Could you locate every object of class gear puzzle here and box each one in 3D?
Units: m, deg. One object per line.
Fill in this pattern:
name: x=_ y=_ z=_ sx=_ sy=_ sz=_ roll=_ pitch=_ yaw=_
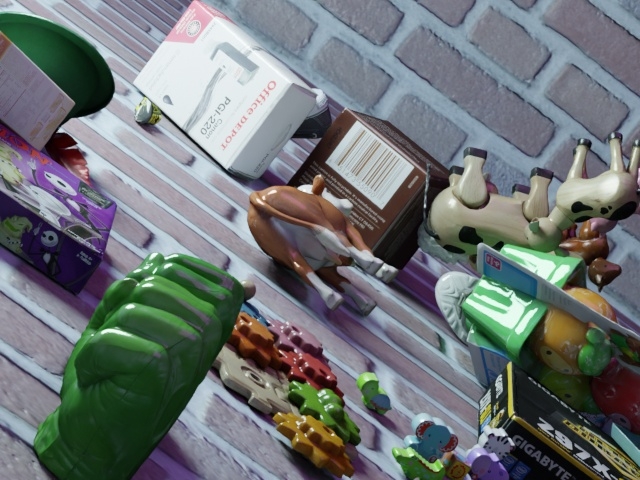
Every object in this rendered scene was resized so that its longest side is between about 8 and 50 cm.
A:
gear puzzle: x=-0.033 y=0.127 z=1.696 sx=0.175 sy=0.044 sz=0.339 roll=33 pitch=11 yaw=-21

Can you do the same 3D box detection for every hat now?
hat: x=-0.322 y=-0.121 z=1.876 sx=0.208 sy=0.184 sz=0.173 roll=-11 pitch=-41 yaw=40

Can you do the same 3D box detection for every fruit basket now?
fruit basket: x=0.349 y=0.169 z=2.263 sx=0.353 sy=0.165 sz=0.327 roll=37 pitch=-15 yaw=25

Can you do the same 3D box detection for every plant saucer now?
plant saucer: x=0.418 y=0.290 z=2.138 sx=0.067 sy=0.018 sz=0.192 roll=29 pitch=12 yaw=-39

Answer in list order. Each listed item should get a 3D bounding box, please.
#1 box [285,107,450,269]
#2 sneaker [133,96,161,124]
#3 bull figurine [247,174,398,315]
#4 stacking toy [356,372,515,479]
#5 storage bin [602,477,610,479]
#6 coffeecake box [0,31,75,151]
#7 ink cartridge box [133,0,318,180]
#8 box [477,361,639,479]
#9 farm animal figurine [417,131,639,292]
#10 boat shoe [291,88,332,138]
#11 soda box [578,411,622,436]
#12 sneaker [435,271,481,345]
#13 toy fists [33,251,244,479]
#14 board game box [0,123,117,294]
box: x=0.079 y=-0.072 z=2.583 sx=0.168 sy=0.167 sz=0.203 roll=40 pitch=11 yaw=17
sneaker: x=-0.228 y=-0.171 z=2.378 sx=0.035 sy=0.031 sz=0.083 roll=35 pitch=11 yaw=-14
bull figurine: x=0.000 y=0.000 z=2.198 sx=0.188 sy=0.101 sz=0.310 roll=42 pitch=11 yaw=13
stacking toy: x=0.144 y=0.222 z=1.849 sx=0.221 sy=0.052 sz=0.167 roll=31 pitch=12 yaw=-26
storage bin: x=0.338 y=0.343 z=1.872 sx=0.122 sy=0.084 sz=0.180 roll=35 pitch=10 yaw=-14
coffeecake box: x=-0.347 y=-0.177 z=1.753 sx=0.142 sy=0.068 sz=0.185 roll=33 pitch=-7 yaw=23
ink cartridge box: x=-0.135 y=-0.212 z=2.512 sx=0.218 sy=0.158 sz=0.092 roll=42 pitch=10 yaw=24
box: x=0.331 y=0.292 z=2.093 sx=0.322 sy=0.079 sz=0.257 roll=37 pitch=12 yaw=-1
farm animal figurine: x=0.291 y=-0.015 z=2.392 sx=0.326 sy=0.172 sz=0.330 roll=9 pitch=-23 yaw=6
boat shoe: x=-0.078 y=-0.173 z=2.595 sx=0.080 sy=0.228 sz=0.076 roll=-52 pitch=129 yaw=-47
soda box: x=0.438 y=0.284 z=2.529 sx=0.183 sy=0.058 sz=0.063 roll=29 pitch=13 yaw=-36
sneaker: x=0.240 y=0.118 z=2.570 sx=0.232 sy=0.090 sz=0.115 roll=40 pitch=0 yaw=-26
toy fists: x=-0.129 y=0.083 z=1.306 sx=0.096 sy=0.142 sz=0.279 roll=37 pitch=10 yaw=0
board game box: x=-0.344 y=-0.090 z=1.620 sx=0.347 sy=0.056 sz=0.208 roll=35 pitch=6 yaw=-11
